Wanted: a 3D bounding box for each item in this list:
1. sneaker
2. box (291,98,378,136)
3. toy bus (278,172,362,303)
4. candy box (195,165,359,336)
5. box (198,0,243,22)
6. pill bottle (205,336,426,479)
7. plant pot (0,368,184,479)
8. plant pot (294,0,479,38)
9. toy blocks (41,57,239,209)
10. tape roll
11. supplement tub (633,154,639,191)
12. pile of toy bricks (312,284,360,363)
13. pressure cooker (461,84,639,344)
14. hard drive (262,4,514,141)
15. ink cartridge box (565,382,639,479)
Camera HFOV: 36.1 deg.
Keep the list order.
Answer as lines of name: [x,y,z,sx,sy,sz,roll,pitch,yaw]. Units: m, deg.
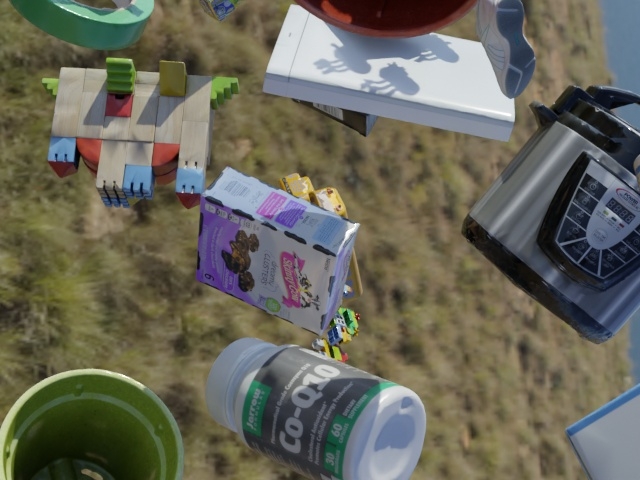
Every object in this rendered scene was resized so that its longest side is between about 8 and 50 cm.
sneaker: [0.229,-0.248,1.234,0.053,0.061,0.152,-35,132,-17]
box: [0.050,-0.292,1.702,0.158,0.156,0.093,-60,170,-14]
toy bus: [0.000,0.000,2.163,0.108,0.130,0.333,-114,-172,-47]
candy box: [-0.060,0.016,1.290,0.070,0.196,0.165,-55,163,-42]
box: [-0.155,-0.495,1.858,0.169,0.054,0.059,-45,148,-11]
pill bottle: [-0.017,0.298,1.696,0.204,0.361,0.204,-20,116,-46]
plant pot: [-0.376,0.381,1.542,0.254,0.276,0.276,121,-13,-51]
plant pot: [0.090,-0.423,1.128,0.272,0.272,0.265,58,40,-43]
toy blocks: [-0.354,-0.181,1.854,0.191,0.381,0.261,95,-1,-72]
tape roll: [-0.531,-0.551,2.170,0.321,0.077,0.321,21,37,-17]
supplement tub: [0.327,-0.031,0.880,0.071,0.071,0.107,28,49,-61]
pile of toy bricks: [0.041,0.161,2.073,0.105,0.118,0.212,21,40,-36]
pressure cooker: [0.515,-0.069,1.841,0.370,0.420,0.375,31,11,-47]
hard drive: [0.108,-0.254,1.458,0.233,0.353,0.047,-78,180,-53]
ink cartridge box: [0.447,0.229,1.099,0.307,0.223,0.129,25,33,-50]
